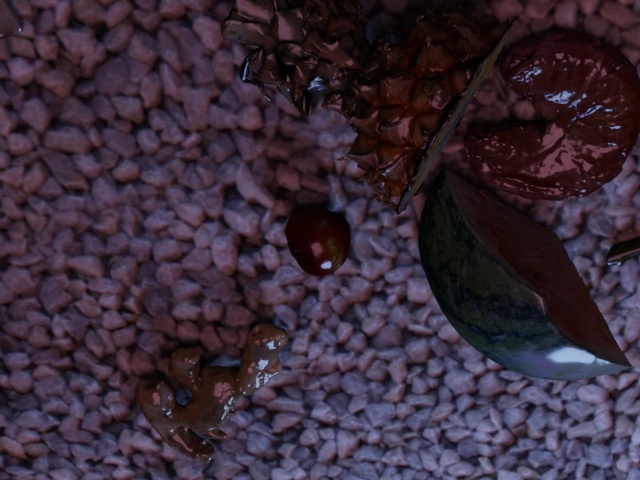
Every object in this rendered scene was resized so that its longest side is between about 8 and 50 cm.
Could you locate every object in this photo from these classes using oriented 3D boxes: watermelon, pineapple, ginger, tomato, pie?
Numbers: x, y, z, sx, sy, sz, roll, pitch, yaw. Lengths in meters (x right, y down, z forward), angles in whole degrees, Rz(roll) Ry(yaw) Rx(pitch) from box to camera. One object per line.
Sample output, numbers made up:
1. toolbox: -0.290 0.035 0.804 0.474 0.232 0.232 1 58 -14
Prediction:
1. watermelon: 0.238 0.067 1.426 0.176 0.260 0.256 -23 145 -1
2. pineapple: 0.032 -0.196 1.259 0.271 0.262 0.263 31 119 5
3. ginger: -0.150 0.190 1.564 0.149 0.065 0.259 31 119 -18
4. tomato: 0.000 0.000 1.436 0.075 0.087 0.087 -28 125 -18
5. pie: 0.277 -0.140 1.374 0.204 0.054 0.219 4 123 -5

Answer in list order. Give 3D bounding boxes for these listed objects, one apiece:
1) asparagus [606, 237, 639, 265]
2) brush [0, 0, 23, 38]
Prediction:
1. asparagus: 0.417 0.007 1.496 0.108 0.021 0.025 -19 126 9
2. brush: -0.406 -0.346 1.214 0.060 0.050 0.321 -18 130 6
